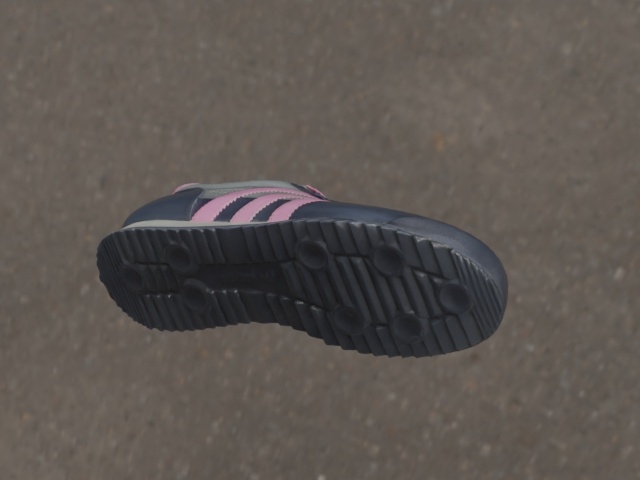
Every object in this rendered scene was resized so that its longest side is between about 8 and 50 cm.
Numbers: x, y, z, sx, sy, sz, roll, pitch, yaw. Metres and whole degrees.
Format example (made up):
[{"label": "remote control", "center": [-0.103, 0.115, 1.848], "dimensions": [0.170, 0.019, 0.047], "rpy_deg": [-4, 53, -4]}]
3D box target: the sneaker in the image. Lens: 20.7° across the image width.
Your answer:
[{"label": "sneaker", "center": [0.000, 0.000, 1.225], "dimensions": [0.319, 0.112, 0.131], "rpy_deg": [6, 32, 31]}]
